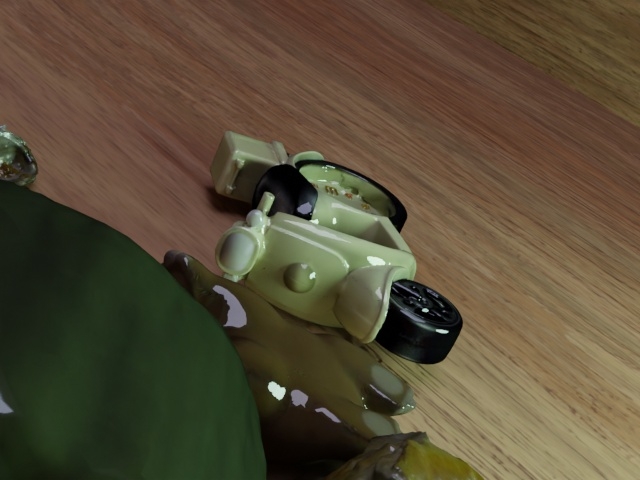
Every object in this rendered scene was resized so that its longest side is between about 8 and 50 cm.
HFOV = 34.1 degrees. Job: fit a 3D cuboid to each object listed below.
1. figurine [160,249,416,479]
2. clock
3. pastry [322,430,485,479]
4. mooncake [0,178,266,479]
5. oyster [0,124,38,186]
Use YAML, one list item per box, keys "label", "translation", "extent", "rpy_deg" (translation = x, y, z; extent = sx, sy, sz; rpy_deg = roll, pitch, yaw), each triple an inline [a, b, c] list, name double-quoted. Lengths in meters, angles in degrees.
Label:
- label: "figurine"
  translation: [-0.047, 0.155, 0.822]
  extent: [0.247, 0.173, 0.177]
  rpy_deg: [26, 25, -26]
- label: "clock"
  translation: [0.000, 0.000, 1.232]
  extent: [0.276, 0.120, 0.379]
  rpy_deg: [17, 21, -18]
- label: "pastry"
  translation: [0.070, 0.254, 0.674]
  extent: [0.236, 0.121, 0.257]
  rpy_deg: [61, 33, -8]
- label: "mooncake"
  translation: [-0.204, 0.152, 0.508]
  extent: [0.356, 0.356, 0.194]
  rpy_deg: [18, 31, -9]
- label: "oyster"
  translation: [-0.384, -0.084, 1.155]
  extent: [0.105, 0.056, 0.177]
  rpy_deg: [40, 30, 9]
